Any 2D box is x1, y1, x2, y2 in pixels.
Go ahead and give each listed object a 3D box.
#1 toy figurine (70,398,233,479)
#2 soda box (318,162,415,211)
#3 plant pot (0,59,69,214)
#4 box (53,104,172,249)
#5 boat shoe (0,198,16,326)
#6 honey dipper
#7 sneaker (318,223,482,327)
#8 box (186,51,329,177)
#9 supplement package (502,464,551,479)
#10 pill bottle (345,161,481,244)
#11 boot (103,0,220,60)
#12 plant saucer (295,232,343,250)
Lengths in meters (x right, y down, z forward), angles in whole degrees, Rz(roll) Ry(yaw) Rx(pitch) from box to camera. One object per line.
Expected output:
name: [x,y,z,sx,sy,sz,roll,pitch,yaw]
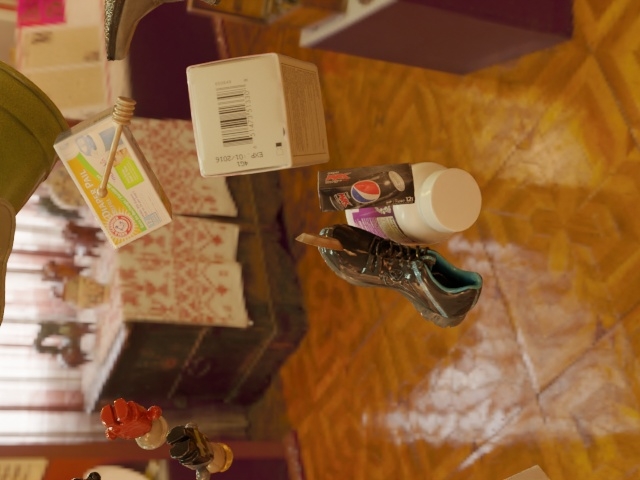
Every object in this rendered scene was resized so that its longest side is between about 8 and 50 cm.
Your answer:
toy figurine: [-0.267,0.372,1.562,0.209,0.148,0.213,13,71,29]
soda box: [0.081,-0.094,1.757,0.060,0.168,0.053,-91,-6,-51]
plant pot: [-0.686,-0.107,1.766,0.366,0.366,0.353,-39,28,58]
box: [-0.342,-0.105,1.658,0.203,0.114,0.103,63,180,-20]
boat shoe: [-0.441,0.054,1.245,0.068,0.081,0.228,14,89,36]
honey dipper: [-0.316,-0.140,1.518,0.030,0.030,0.161,50,124,58]
sneaker: [0.161,0.042,1.967,0.140,0.340,0.125,121,172,-53]
box: [-0.079,-0.169,1.362,0.232,0.126,0.149,-25,-72,-77]
supplement package: [0.329,0.482,1.470,0.244,0.139,0.134,50,141,36]
pill bottle: [0.192,-0.074,2.058,0.301,0.169,0.169,-5,80,61]
boot: [-0.215,-0.349,1.406,0.083,0.161,0.247,-107,31,-45]
plant saucer: [0.000,0.000,1.673,0.083,0.083,0.015,24,102,65]
